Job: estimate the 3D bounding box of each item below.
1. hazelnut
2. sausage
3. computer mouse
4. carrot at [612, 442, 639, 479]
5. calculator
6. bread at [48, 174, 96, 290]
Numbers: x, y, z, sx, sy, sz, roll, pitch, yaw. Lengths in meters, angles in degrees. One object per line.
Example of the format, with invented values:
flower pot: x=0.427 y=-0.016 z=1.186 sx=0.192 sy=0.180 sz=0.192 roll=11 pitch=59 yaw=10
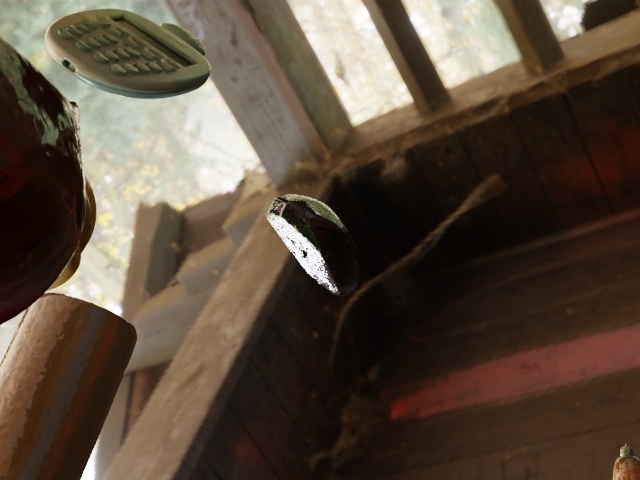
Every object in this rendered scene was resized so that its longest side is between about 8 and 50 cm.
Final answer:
hazelnut: x=-0.215 y=-0.027 z=0.531 sx=0.170 sy=0.160 sz=0.202 roll=0 pitch=163 yaw=-20
sausage: x=-0.281 y=0.188 z=0.972 sx=0.123 sy=0.123 sz=0.252 roll=-9 pitch=-126 yaw=43
computer mouse: x=0.000 y=0.000 z=1.068 sx=0.099 sy=0.172 sz=0.057 roll=34 pitch=-106 yaw=34
carrot: x=0.288 y=0.255 z=0.884 sx=0.035 sy=0.035 sz=0.142 roll=-17 pitch=-114 yaw=31
calculator: x=-0.249 y=-0.252 z=1.318 sx=0.042 sy=0.184 sz=0.295 roll=-61 pitch=168 yaw=26
bread: x=-0.460 y=-0.072 z=1.390 sx=0.211 sy=0.316 sz=0.270 roll=-56 pitch=-171 yaw=-2
